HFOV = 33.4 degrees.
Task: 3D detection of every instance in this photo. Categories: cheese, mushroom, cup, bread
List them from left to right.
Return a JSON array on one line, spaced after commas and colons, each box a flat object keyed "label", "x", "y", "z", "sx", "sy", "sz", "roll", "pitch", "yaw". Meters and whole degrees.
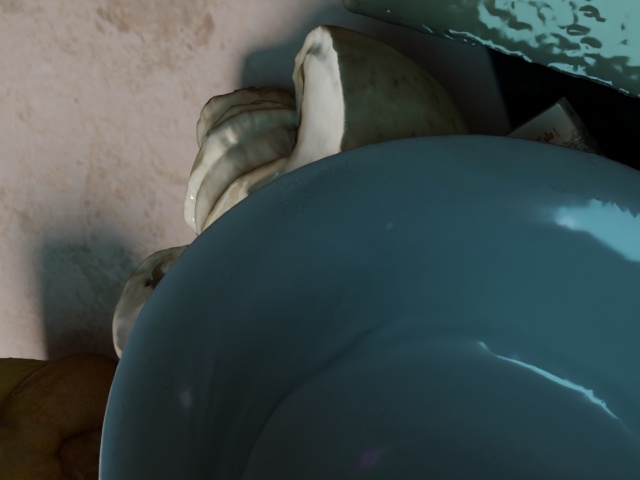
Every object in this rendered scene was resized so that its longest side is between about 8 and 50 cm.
[{"label": "bread", "x": -0.223, "y": 0.215, "z": 0.808, "sx": 0.148, "sy": 0.270, "sz": 0.270, "roll": 3, "pitch": 112, "yaw": 28}, {"label": "mushroom", "x": 0.000, "y": 0.000, "z": 0.676, "sx": 0.189, "sy": 0.195, "sz": 0.254, "roll": 33, "pitch": 110, "yaw": -28}, {"label": "cup", "x": 0.077, "y": 0.131, "z": 0.495, "sx": 0.347, "sy": 0.347, "sz": 0.163, "roll": 27, "pitch": 145, "yaw": 12}, {"label": "cheese", "x": 0.201, "y": -0.114, "z": 0.608, "sx": 0.400, "sy": 0.034, "sz": 0.085, "roll": 21, "pitch": 113, "yaw": 15}]

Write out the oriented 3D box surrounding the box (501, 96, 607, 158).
[{"label": "box", "x": 0.151, "y": -0.040, "z": 0.664, "sx": 0.054, "sy": 0.024, "sz": 0.083, "roll": -33, "pitch": 95, "yaw": 32}]
